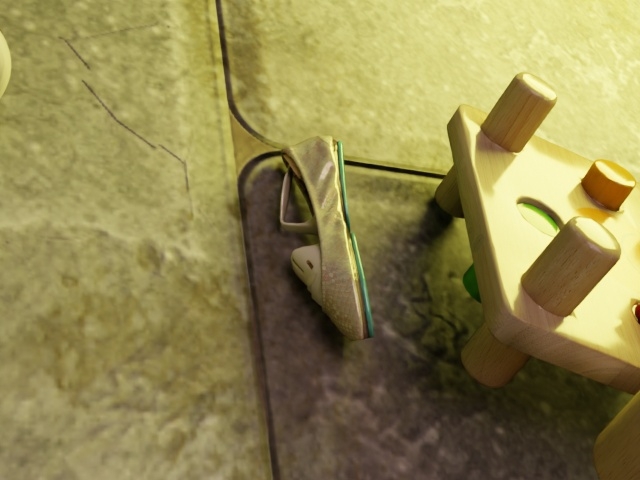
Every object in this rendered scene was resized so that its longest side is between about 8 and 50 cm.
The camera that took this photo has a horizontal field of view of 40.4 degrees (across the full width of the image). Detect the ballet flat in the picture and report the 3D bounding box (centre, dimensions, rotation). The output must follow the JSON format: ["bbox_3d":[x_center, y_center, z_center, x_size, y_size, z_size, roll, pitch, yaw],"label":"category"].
[{"bbox_3d":[0.000,0.000,0.607,0.052,0.057,0.168,-8,56,-1],"label":"ballet flat"}]

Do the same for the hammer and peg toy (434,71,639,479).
[{"bbox_3d":[0.218,0.054,0.581,0.266,0.127,0.361,21,35,-16],"label":"hammer and peg toy"}]

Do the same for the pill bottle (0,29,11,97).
[{"bbox_3d":[-0.275,-0.167,0.513,0.117,0.117,0.215,-17,68,-36],"label":"pill bottle"}]
